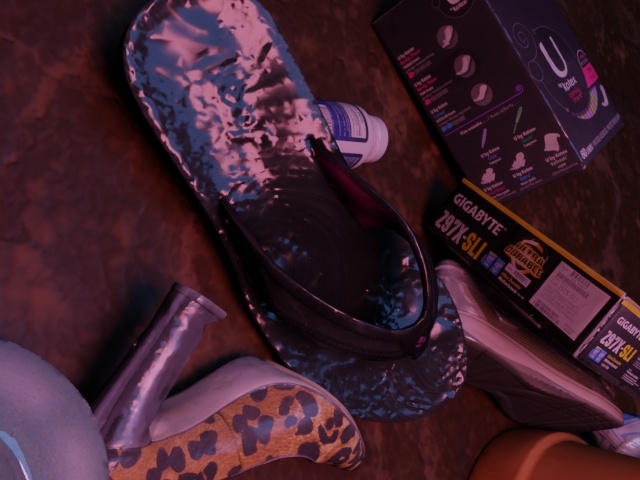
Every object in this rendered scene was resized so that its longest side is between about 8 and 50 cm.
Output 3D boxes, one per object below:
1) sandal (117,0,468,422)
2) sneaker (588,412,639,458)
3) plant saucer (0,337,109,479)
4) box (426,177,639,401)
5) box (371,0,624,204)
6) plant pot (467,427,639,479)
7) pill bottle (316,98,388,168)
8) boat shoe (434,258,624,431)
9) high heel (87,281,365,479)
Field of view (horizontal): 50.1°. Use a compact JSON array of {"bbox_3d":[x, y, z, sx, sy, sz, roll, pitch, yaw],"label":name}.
[{"bbox_3d":[-0.003,0.000,0.563,0.167,0.107,0.445,-42,112,-14],"label":"sandal"},{"bbox_3d":[0.450,0.288,0.975,0.237,0.085,0.086,33,25,-42],"label":"sneaker"},{"bbox_3d":[-0.210,0.143,0.361,0.195,0.037,0.195,4,80,-21],"label":"plant saucer"},{"bbox_3d":[0.297,0.080,0.771,0.322,0.257,0.079,31,100,-35],"label":"box"},{"bbox_3d":[0.218,-0.201,0.826,0.165,0.143,0.270,-38,97,-44],"label":"box"},{"bbox_3d":[0.312,0.349,0.733,0.291,0.203,0.290,15,67,-40],"label":"plant pot"},{"bbox_3d":[0.009,-0.103,0.668,0.120,0.067,0.067,-3,80,-44],"label":"pill bottle"},{"bbox_3d":[0.238,0.136,0.789,0.320,0.118,0.103,31,57,-24],"label":"boat shoe"},{"bbox_3d":[-0.075,0.174,0.516,0.261,0.093,0.186,45,68,-36],"label":"high heel"}]
